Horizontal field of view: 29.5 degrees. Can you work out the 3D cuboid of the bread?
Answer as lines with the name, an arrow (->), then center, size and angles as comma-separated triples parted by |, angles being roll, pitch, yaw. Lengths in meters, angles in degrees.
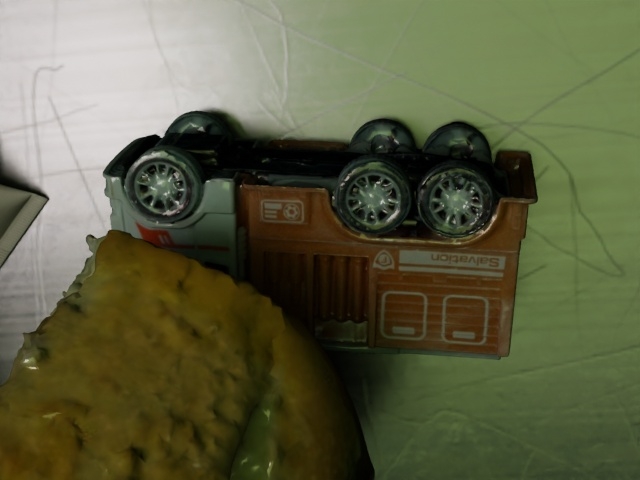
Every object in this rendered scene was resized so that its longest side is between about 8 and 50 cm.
bread -> -0.135, 0.200, 0.862 | 0.264, 0.239, 0.395 | 27, 144, -7

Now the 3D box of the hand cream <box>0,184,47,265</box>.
hand cream -> -0.347, -0.019, 0.930 | 0.248, 0.083, 0.133 | 24, 111, -39

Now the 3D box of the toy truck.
toy truck -> 0.000, 0.000, 0.900 | 0.305, 0.136, 0.162 | 3, 109, 6
